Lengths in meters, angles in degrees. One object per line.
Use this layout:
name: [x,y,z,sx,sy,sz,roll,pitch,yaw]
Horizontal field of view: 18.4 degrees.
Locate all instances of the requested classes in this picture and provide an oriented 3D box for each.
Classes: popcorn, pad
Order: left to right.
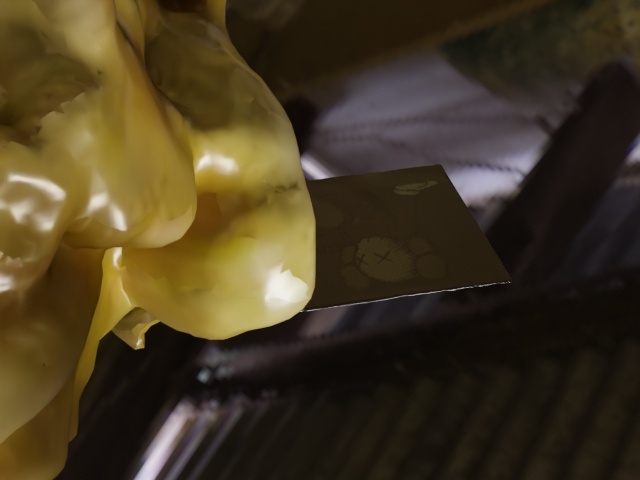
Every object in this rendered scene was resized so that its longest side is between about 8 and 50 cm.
popcorn: [-0.207,-0.071,0.767,0.390,0.344,0.354,11,-139,34]
pad: [0.000,0.000,1.131,0.127,0.190,0.004,-117,-156,-52]
